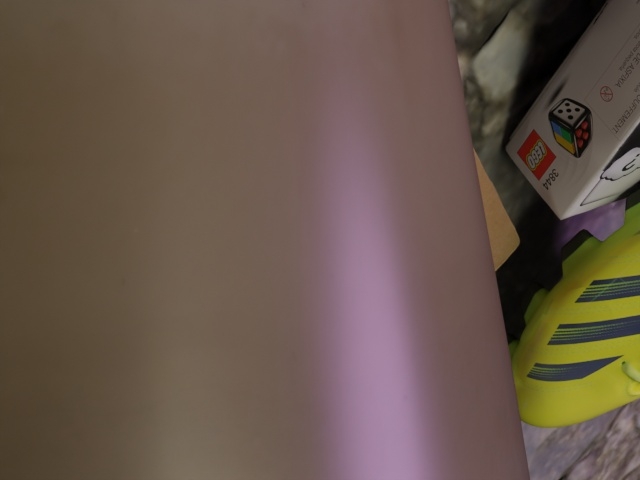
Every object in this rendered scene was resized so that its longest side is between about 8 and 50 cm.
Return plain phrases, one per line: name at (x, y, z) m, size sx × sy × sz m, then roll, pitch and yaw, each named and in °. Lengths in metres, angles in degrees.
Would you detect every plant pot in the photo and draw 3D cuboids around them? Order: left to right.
plant pot at (-0.077, 0.007, 0.496) m, size 0.323 × 0.323 × 0.280 m, roll -8°, pitch 107°, yaw -42°

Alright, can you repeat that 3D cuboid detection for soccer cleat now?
soccer cleat at (0.199, 0.019, 0.827) m, size 0.289 × 0.121 × 0.093 m, roll -43°, pitch 158°, yaw 30°

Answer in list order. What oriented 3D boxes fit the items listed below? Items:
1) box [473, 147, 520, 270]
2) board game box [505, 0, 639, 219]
box at (0.000, 0.000, 0.759) m, size 0.164 × 0.021 × 0.201 m, roll -45°, pitch 141°, yaw -10°
board game box at (0.248, -0.119, 0.843) m, size 0.305 × 0.053 × 0.193 m, roll -17°, pitch 153°, yaw -36°
